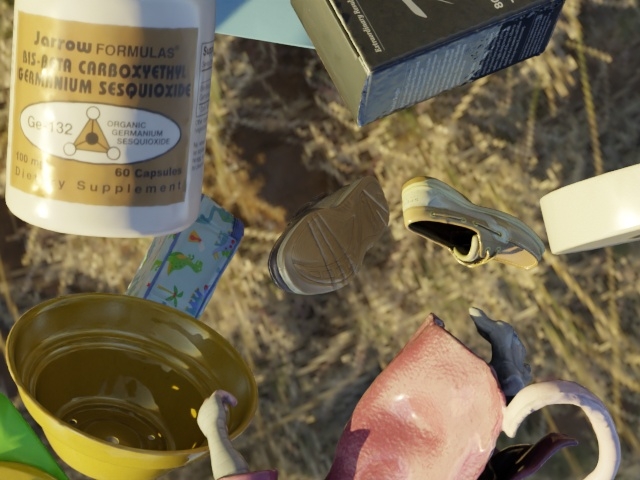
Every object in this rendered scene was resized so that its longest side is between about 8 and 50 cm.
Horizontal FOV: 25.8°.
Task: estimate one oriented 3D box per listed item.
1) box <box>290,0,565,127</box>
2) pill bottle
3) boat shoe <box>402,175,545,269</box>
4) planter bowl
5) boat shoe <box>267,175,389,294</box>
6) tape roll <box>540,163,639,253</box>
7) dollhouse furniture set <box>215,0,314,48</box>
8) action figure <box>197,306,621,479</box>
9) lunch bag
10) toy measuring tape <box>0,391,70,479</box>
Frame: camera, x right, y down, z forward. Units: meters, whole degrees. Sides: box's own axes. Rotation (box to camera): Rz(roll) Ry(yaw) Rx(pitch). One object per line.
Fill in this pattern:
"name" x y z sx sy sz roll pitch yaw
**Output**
"box" 0.094 -0.222 1.280 0.207 0.153 0.108 -22 161 -12
"pill bottle" -0.135 -0.126 0.915 0.131 0.131 0.229 -2 106 -27
"boat shoe" 0.120 -0.003 1.120 0.135 0.045 0.050 24 146 -19
"planter bowl" -0.169 0.143 1.196 0.217 0.217 0.090 2 123 -31
"boat shoe" 0.000 0.000 1.788 0.092 0.103 0.285 -19 -165 31
"tape roll" 0.451 -0.059 1.613 0.392 0.072 0.392 -12 175 -1
"dollhouse furniture set" -0.092 -0.336 1.553 0.303 0.286 0.198 10 102 0
"action figure" 0.034 0.236 1.062 0.370 0.276 0.248 -44 125 -11
"lunch bag" -0.195 0.054 1.826 0.090 0.219 0.176 34 151 -15
"toy measuring tape" -0.118 0.210 0.660 0.121 0.330 0.121 -38 174 -5
